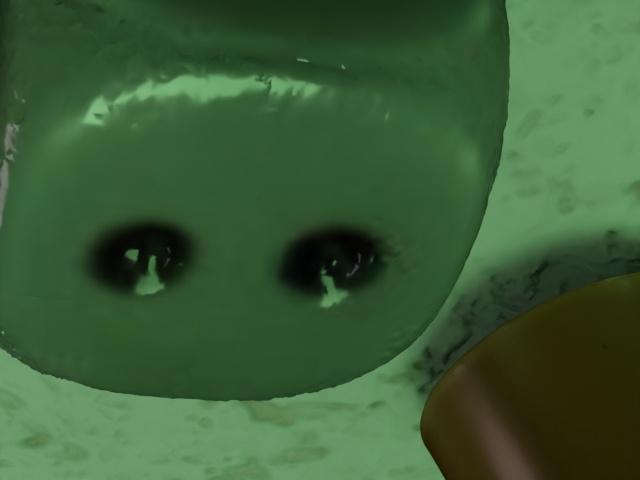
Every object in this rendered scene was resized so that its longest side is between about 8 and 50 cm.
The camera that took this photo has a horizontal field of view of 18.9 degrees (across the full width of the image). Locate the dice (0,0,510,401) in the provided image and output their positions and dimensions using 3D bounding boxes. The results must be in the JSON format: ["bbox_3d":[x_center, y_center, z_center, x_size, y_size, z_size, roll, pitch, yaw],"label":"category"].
[{"bbox_3d":[-0.043,-0.062,0.760,0.192,0.193,0.194,4,136,-18],"label":"dice"}]

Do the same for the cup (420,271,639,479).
[{"bbox_3d":[0.178,0.164,1.010,0.182,0.264,0.226,-23,148,1],"label":"cup"}]
